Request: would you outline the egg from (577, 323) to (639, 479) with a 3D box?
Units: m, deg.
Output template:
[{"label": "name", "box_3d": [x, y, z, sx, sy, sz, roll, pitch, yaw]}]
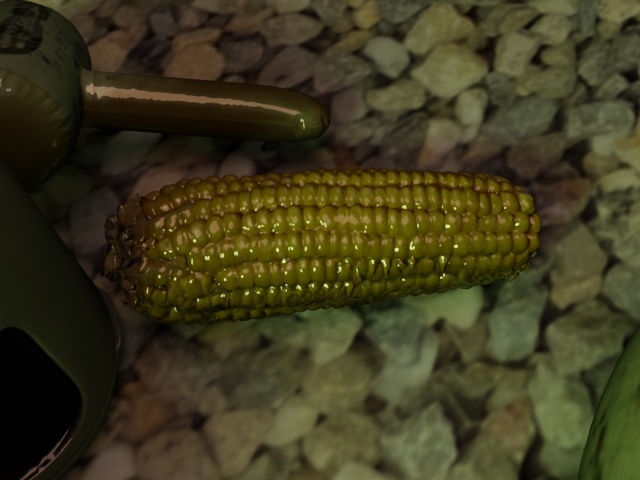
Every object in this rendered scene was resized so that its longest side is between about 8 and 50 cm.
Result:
[{"label": "egg", "box_3d": [0.276, 0.144, 0.379, 0.287, 0.288, 0.380, 11, 50, 7]}]

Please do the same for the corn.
[{"label": "corn", "box_3d": [0.000, 0.000, 0.552, 0.317, 0.115, 0.115, -7, 63, -5]}]

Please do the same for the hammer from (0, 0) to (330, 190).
[{"label": "hammer", "box_3d": [-0.142, -0.110, 0.610, 0.305, 0.113, 0.202, 3, 34, -13]}]

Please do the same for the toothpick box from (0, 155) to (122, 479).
[{"label": "toothpick box", "box_3d": [-0.256, 0.021, 0.433, 0.228, 0.316, 0.229, -1, 61, 1]}]
